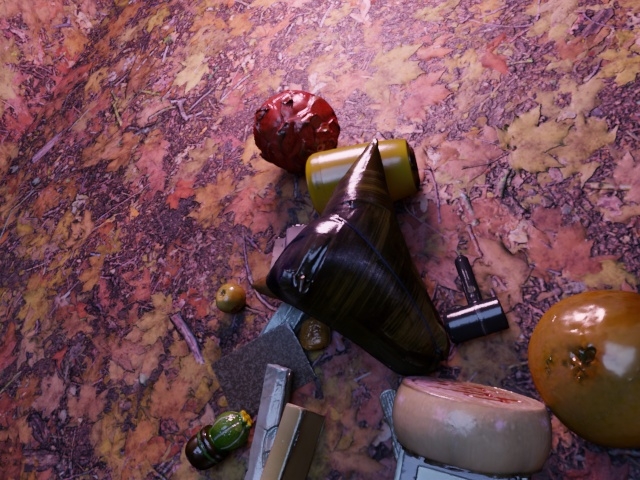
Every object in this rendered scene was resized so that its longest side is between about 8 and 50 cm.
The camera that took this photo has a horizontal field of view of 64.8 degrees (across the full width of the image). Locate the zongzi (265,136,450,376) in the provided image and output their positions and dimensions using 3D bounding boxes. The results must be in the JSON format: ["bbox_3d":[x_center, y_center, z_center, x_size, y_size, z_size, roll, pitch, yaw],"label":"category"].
[{"bbox_3d":[0.159,0.032,1.085,0.404,0.208,0.432,36,68,-6],"label":"zongzi"}]

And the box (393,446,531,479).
[{"bbox_3d":[0.244,0.497,0.898,0.225,0.117,0.224,5,67,27],"label":"box"}]

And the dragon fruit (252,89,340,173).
[{"bbox_3d":[-0.067,-0.305,1.422,0.253,0.241,0.240,-3,63,38],"label":"dragon fruit"}]

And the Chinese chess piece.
[{"bbox_3d":[0.262,0.321,0.893,0.270,0.270,0.111,5,84,29],"label":"Chinese chess piece"}]

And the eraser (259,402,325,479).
[{"bbox_3d":[-0.058,0.447,1.083,0.058,0.117,0.172,9,70,30],"label":"eraser"}]

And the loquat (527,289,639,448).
[{"bbox_3d":[0.493,0.213,0.858,0.263,0.263,0.262,-12,60,22],"label":"loquat"}]

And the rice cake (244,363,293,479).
[{"bbox_3d":[-0.121,0.453,1.139,0.066,0.063,0.335,2,71,22],"label":"rice cake"}]

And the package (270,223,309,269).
[{"bbox_3d":[0.000,0.000,1.268,0.251,0.062,0.204,-18,20,6],"label":"package"}]

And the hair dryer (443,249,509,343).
[{"bbox_3d":[0.319,0.111,1.104,0.125,0.071,0.218,-19,51,18],"label":"hair dryer"}]

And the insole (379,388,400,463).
[{"bbox_3d":[0.169,0.403,1.059,0.064,0.004,0.188,-26,56,11],"label":"insole"}]

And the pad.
[{"bbox_3d":[-0.143,0.319,1.232,0.235,0.003,0.158,-31,75,10],"label":"pad"}]

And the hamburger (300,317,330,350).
[{"bbox_3d":[-0.013,0.226,1.222,0.076,0.044,0.083,-19,60,18],"label":"hamburger"}]

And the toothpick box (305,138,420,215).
[{"bbox_3d":[0.114,-0.163,1.285,0.272,0.175,0.174,-11,60,15],"label":"toothpick box"}]

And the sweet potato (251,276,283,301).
[{"bbox_3d":[-0.009,0.131,1.201,0.342,0.092,0.113,22,94,19],"label":"sweet potato"}]

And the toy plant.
[{"bbox_3d":[-0.233,0.462,1.181,0.162,0.093,0.092,-39,54,3],"label":"toy plant"}]

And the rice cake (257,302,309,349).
[{"bbox_3d":[-0.064,0.176,1.274,0.085,0.040,0.226,31,81,29],"label":"rice cake"}]

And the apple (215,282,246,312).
[{"bbox_3d":[-0.243,0.155,1.360,0.084,0.071,0.083,-12,60,21],"label":"apple"}]
